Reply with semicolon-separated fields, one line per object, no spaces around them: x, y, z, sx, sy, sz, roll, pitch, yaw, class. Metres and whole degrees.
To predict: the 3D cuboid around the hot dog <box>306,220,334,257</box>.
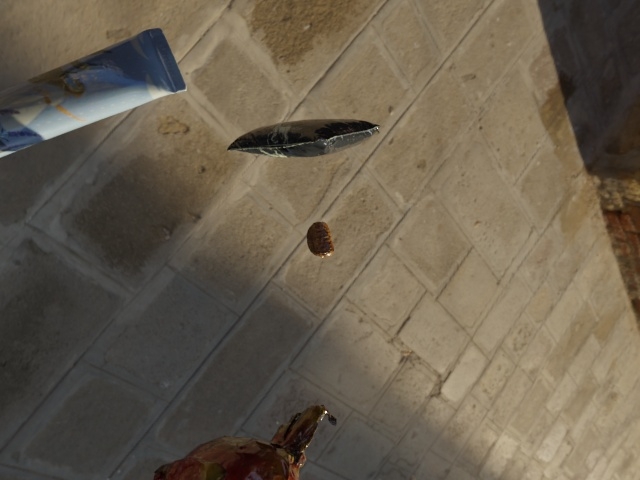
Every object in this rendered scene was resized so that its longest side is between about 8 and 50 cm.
0.000;0.000;0.964;0.058;0.035;0.083;-6;70;-16;hot dog

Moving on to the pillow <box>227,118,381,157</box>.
-0.031;-0.159;0.661;0.141;0.208;0.055;-29;118;-39;pillow

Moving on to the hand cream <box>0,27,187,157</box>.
-0.294;-0.160;0.490;0.271;0.058;0.091;-24;78;-5;hand cream

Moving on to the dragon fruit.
-0.066;0.238;0.437;0.246;0.125;0.125;-25;84;-52;dragon fruit
